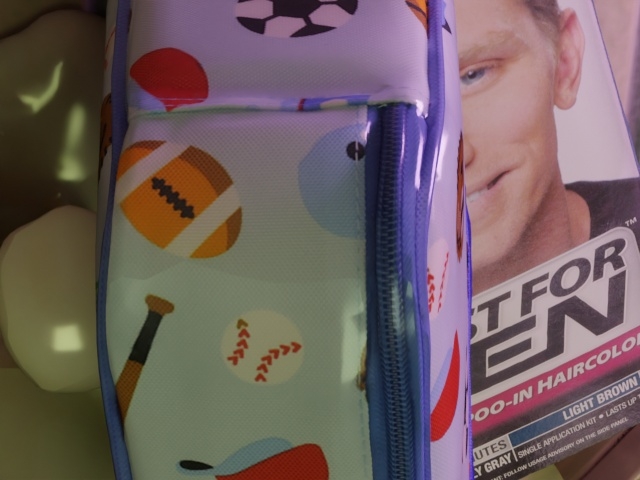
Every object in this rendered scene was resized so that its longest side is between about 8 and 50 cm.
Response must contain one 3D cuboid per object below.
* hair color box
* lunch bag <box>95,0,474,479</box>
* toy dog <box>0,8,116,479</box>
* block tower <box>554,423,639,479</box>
[{"bbox_3d":[0.048,-0.039,0.902,0.174,0.105,0.347,-25,127,-2],"label":"hair color box"},{"bbox_3d":[0.000,0.000,0.667,0.115,0.303,0.243,-3,126,7],"label":"lunch bag"},{"bbox_3d":[-0.191,0.131,0.741,0.285,0.408,0.395,10,119,-25],"label":"toy dog"},{"bbox_3d":[0.286,0.192,1.157,0.335,0.091,0.097,32,109,-33],"label":"block tower"}]
